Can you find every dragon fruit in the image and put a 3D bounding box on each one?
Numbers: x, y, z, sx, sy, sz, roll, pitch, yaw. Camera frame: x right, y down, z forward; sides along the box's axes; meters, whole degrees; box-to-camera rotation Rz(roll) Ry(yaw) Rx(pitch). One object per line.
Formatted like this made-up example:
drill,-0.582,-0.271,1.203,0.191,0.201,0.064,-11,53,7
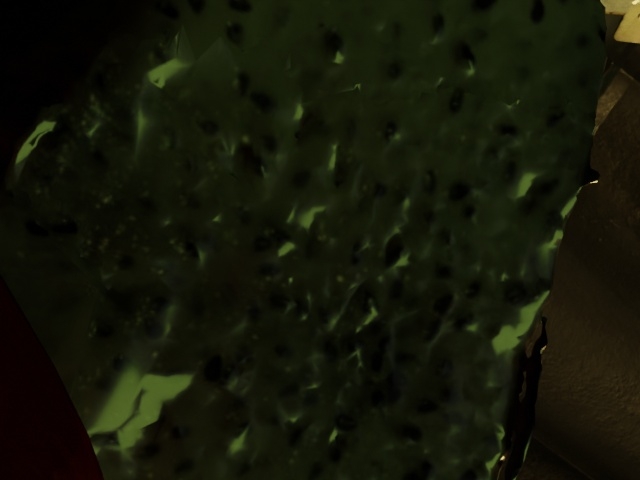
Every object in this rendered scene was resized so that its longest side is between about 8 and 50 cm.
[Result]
dragon fruit,-0.045,0.015,0.693,0.221,0.204,0.282,-161,-94,-72

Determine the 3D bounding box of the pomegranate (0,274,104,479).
pomegranate,-0.147,0.070,0.323,0.235,0.210,0.210,-12,145,-38

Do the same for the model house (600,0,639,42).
model house,0.240,-0.248,1.225,0.178,0.271,0.206,104,-12,-65
